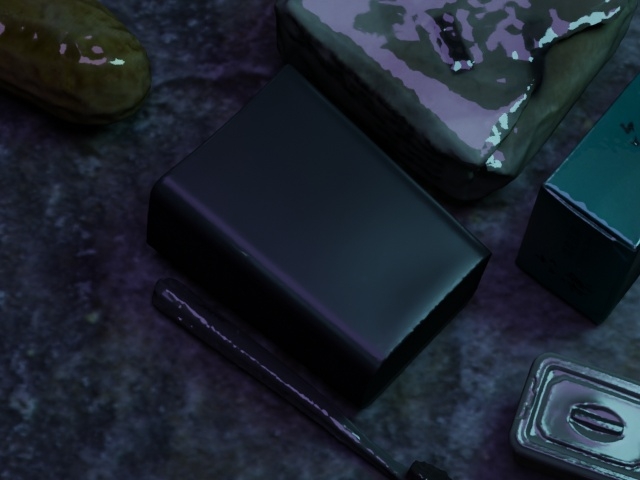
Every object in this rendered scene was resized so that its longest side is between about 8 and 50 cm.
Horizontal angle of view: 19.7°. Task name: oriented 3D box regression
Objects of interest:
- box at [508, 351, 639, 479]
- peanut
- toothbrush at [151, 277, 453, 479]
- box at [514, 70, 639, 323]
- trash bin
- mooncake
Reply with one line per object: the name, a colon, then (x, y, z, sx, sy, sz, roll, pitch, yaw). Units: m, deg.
box: (0.210, 0.150, 1.434, 0.122, 0.062, 0.089, 20, 66, 5)
peanut: (-0.241, -0.170, 1.546, 0.226, 0.095, 0.108, 24, 51, 12)
toothbrush: (-0.018, 0.118, 1.459, 0.297, 0.030, 0.030, 36, 43, 15)
box: (0.270, -0.069, 1.486, 0.092, 0.153, 0.245, 36, 68, 13)
trash bin: (0.000, 0.000, 1.462, 0.225, 0.115, 0.165, 40, 65, 13)
mooncake: (0.114, -0.187, 1.542, 0.254, 0.136, 0.250, 39, 72, 9)
